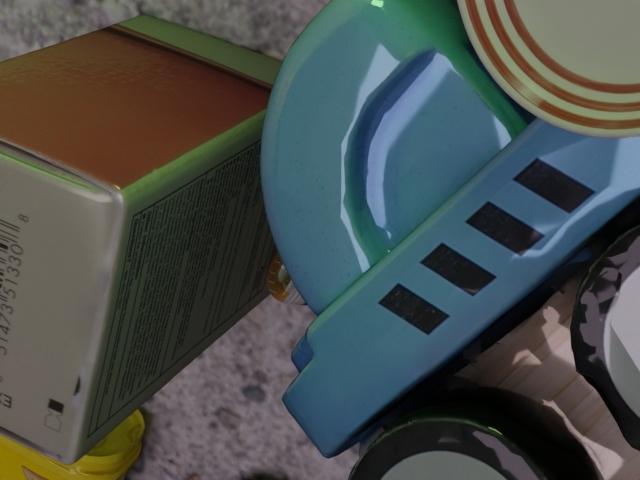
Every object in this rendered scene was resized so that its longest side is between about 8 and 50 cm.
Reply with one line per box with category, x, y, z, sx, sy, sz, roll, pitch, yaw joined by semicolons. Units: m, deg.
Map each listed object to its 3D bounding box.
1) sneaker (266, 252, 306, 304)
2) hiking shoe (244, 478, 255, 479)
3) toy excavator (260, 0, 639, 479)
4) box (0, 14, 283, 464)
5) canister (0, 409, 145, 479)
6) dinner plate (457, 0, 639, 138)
sneaker;0.000;0.000;0.759;0.032;0.037;0.083;38;102;46
hiking shoe;-0.101;0.252;0.840;0.086;0.114;0.227;39;118;6
toy excavator;0.087;-0.112;0.596;0.445;0.222;0.433;50;118;9
box;-0.111;-0.015;0.680;0.127;0.232;0.149;22;115;14
canister;-0.197;0.174;0.877;0.126;0.073;0.170;25;118;13
dinner plate;0.110;-0.108;0.465;0.141;0.017;0.141;6;100;41
